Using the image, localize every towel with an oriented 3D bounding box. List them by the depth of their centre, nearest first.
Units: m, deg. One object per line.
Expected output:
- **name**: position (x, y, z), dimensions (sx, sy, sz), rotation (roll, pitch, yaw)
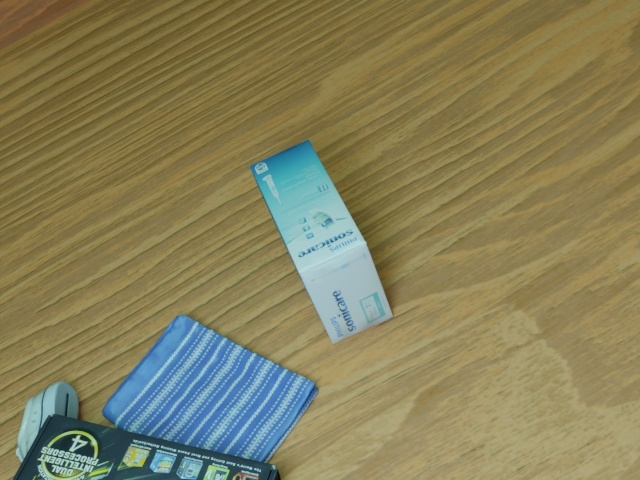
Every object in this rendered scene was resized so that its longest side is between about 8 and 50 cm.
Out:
- **towel**: position (-0.198, 0.274, 1.571), dimensions (0.336, 0.040, 0.243), rotation (22, 61, 34)

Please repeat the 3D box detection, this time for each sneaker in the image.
- **sneaker**: position (-0.477, 0.369, 1.568), dimensions (0.091, 0.094, 0.258), rotation (-27, 39, 21)

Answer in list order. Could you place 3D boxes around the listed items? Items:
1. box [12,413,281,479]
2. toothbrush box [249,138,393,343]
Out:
- **box**: position (-0.290, 0.447, 1.346), dimensions (0.395, 0.097, 0.318), rotation (11, 51, 14)
- **toothbrush box**: position (0.000, 0.000, 1.618), dimensions (0.126, 0.216, 0.295), rotation (-24, 46, -1)
